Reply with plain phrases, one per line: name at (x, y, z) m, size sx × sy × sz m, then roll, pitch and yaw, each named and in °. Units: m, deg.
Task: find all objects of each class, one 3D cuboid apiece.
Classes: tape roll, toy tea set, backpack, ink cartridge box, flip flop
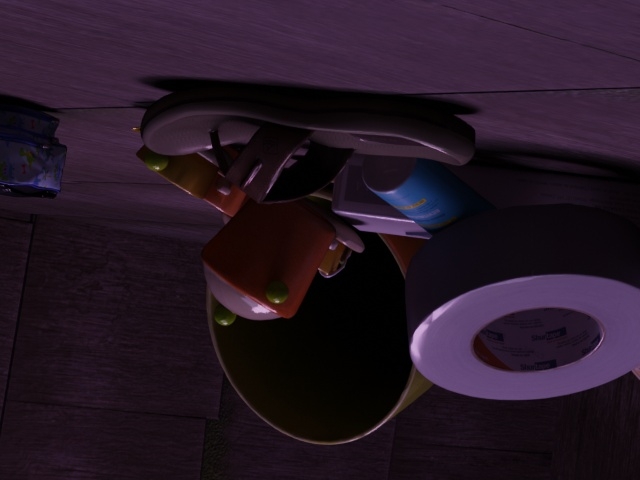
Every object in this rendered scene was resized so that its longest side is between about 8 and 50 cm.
tape roll at (0.182, 0.056, 1.655) m, size 0.219 × 0.072 × 0.219 m, roll -3°, pitch 147°, yaw -2°
toy tea set at (-0.074, -0.004, 1.739) m, size 0.200 × 0.124 × 0.336 m, roll 36°, pitch -176°, yaw 11°
backpack at (-0.292, -0.083, 1.747) m, size 0.105 × 0.084 × 0.114 m, roll 7°, pitch -178°, yaw 15°
ink cartridge box at (0.181, -0.024, 1.818) m, size 0.296 × 0.066 × 0.261 m, roll 8°, pitch 176°, yaw 13°
flip flop at (-0.017, -0.064, 1.423) m, size 0.277 × 0.080 × 0.112 m, roll 6°, pitch 176°, yaw 28°

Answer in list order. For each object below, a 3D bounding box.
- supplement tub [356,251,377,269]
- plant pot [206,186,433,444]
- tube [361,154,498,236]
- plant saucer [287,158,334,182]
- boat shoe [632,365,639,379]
supplement tub at (0.000, 0.000, 2.357) m, size 0.106 × 0.106 × 0.198 m, roll 9°, pitch 176°, yaw -24°
plant pot at (0.070, 0.056, 2.148) m, size 0.275 × 0.274 × 0.293 m, roll 6°, pitch -167°, yaw 34°
tube at (0.110, -0.025, 1.634) m, size 0.080 × 0.052 × 0.207 m, roll -1°, pitch 158°, yaw 36°
plant saucer at (0.007, -0.068, 1.898) m, size 0.083 × 0.015 × 0.083 m, roll 7°, pitch 177°, yaw 0°
boat shoe at (0.292, 0.085, 1.779) m, size 0.170 × 0.063 × 0.059 m, roll 47°, pitch -172°, yaw 23°
